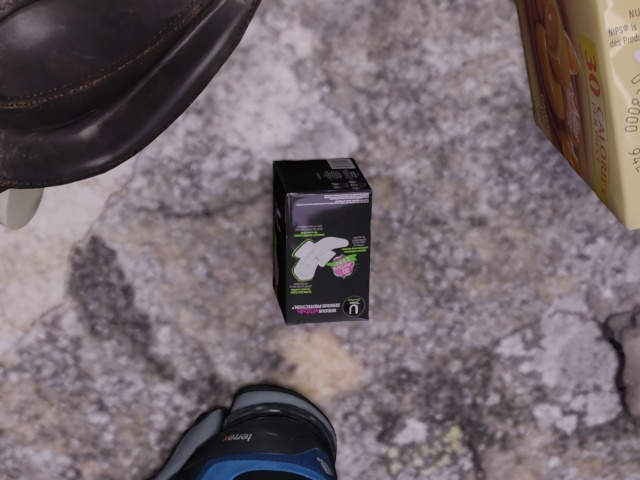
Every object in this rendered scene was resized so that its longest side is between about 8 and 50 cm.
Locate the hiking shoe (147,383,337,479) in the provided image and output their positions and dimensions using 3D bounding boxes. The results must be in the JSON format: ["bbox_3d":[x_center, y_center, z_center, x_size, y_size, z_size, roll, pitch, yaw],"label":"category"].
[{"bbox_3d":[-0.109,0.218,0.946,0.113,0.132,0.304,39,102,-20],"label":"hiking shoe"}]

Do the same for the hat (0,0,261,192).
[{"bbox_3d":[-0.119,-0.120,0.719,0.331,0.134,0.331,-28,140,-26],"label":"hat"}]

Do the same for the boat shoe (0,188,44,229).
[{"bbox_3d":[-0.172,-0.074,0.867,0.043,0.049,0.137,25,111,24],"label":"boat shoe"}]

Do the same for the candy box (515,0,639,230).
[{"bbox_3d":[0.148,-0.186,0.792,0.088,0.183,0.316,-14,113,-3],"label":"candy box"}]

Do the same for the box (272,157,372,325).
[{"bbox_3d":[0.000,0.000,0.911,0.052,0.062,0.083,-2,112,-9],"label":"box"}]
